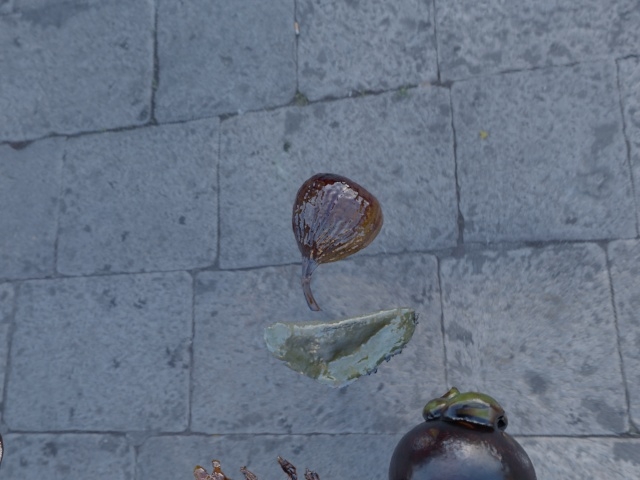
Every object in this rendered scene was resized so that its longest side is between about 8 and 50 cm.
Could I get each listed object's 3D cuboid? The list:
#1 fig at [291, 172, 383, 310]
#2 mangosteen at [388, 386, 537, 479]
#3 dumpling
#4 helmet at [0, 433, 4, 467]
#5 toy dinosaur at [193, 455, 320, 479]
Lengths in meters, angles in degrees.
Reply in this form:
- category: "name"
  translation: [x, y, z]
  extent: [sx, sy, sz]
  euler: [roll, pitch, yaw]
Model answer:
- category: "fig"
  translation: [0.000, 0.000, 0.932]
  extent: [0.201, 0.134, 0.146]
  euler: [-60, 27, -5]
- category: "mangosteen"
  translation: [0.298, 0.474, 1.272]
  extent: [0.307, 0.306, 0.346]
  euler: [5, 59, 15]
- category: "dumpling"
  translation: [0.038, 0.216, 1.251]
  extent: [0.333, 0.086, 0.165]
  euler: [-2, 113, -17]
- category: "helmet"
  translation: [-0.363, 0.225, 0.607]
  extent: [0.111, 0.057, 0.089]
  euler: [37, 56, 28]
- category: "toy dinosaur"
  translation: [-0.083, 0.612, 1.361]
  extent: [0.432, 0.097, 0.208]
  euler: [42, 65, 2]
